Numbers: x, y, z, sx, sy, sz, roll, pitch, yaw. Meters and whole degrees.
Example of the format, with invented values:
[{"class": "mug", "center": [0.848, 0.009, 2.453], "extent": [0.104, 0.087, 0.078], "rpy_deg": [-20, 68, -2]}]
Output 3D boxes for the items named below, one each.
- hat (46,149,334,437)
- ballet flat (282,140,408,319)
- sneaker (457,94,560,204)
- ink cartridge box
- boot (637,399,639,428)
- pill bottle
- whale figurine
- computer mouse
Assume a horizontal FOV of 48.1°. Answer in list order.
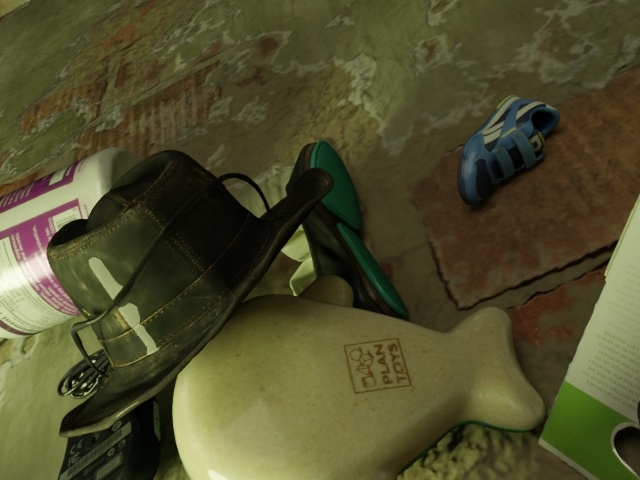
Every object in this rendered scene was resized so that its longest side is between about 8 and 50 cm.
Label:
[{"class": "hat", "center": [-0.145, 0.013, 0.603], "extent": [0.331, 0.134, 0.331], "rpy_deg": [-43, 12, 11]}, {"class": "ballet flat", "center": [0.000, 0.000, 0.724], "extent": [0.096, 0.095, 0.281], "rpy_deg": [-36, 37, 15]}, {"class": "sneaker", "center": [0.188, -0.093, 0.721], "extent": [0.059, 0.053, 0.144], "rpy_deg": [18, 62, 41]}, {"class": "ink cartridge box", "center": [0.284, 0.068, 0.469], "extent": [0.188, 0.097, 0.255], "rpy_deg": [31, 104, 48]}, {"class": "boot", "center": [0.246, 0.123, 0.298], "extent": [0.236, 0.085, 0.179], "rpy_deg": [-26, 23, 42]}, {"class": "pill bottle", "center": [-0.333, 0.018, 0.863], "extent": [0.301, 0.169, 0.169], "rpy_deg": [-21, 40, 13]}, {"class": "whale figurine", "center": [0.027, 0.130, 0.559], "extent": [0.271, 0.141, 0.216], "rpy_deg": [-10, 54, -8]}, {"class": "computer mouse", "center": [-0.169, 0.158, 0.699], "extent": [0.184, 0.060, 0.262], "rpy_deg": [-40, 28, -2]}]
